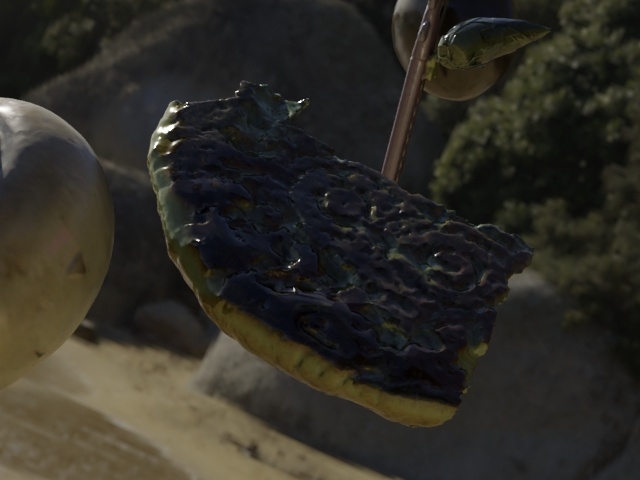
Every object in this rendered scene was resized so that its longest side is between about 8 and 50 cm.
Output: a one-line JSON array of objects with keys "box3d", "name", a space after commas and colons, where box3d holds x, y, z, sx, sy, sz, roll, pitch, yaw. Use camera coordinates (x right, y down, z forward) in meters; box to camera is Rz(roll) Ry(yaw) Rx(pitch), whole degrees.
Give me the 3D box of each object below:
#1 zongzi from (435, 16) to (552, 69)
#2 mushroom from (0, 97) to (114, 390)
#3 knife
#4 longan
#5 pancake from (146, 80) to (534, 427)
[{"box3d": [0.204, -0.236, 1.839, 0.119, 0.055, 0.109, -2, 19, 25], "name": "zongzi"}, {"box3d": [-0.343, -0.028, 1.235, 0.314, 0.314, 0.336, 22, -25, 41], "name": "mushroom"}, {"box3d": [0.119, -0.161, 2.084, 0.038, 0.398, 0.132, 19, 16, 11], "name": "knife"}, {"box3d": [0.190, -0.301, 2.200, 0.198, 0.212, 0.198, -7, -11, -1], "name": "longan"}, {"box3d": [-0.003, 0.003, 1.434, 0.427, 0.067, 0.305, 34, 42, 20], "name": "pancake"}]
